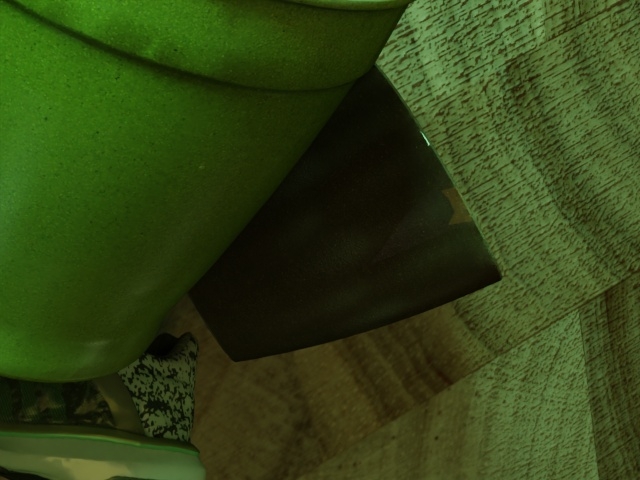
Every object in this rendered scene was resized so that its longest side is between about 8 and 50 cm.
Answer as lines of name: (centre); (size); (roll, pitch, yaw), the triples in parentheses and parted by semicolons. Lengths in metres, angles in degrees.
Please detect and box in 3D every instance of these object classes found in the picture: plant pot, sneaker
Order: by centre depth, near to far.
plant pot: (-0.160, -0.107, 1.050); (0.366, 0.366, 0.353); (4, 124, -37)
sneaker: (-0.255, 0.097, 1.247); (0.410, 0.158, 0.182); (24, 69, -40)
plant pot: (0.000, 0.000, 1.314); (0.230, 0.215, 0.215); (-31, 131, 1)
